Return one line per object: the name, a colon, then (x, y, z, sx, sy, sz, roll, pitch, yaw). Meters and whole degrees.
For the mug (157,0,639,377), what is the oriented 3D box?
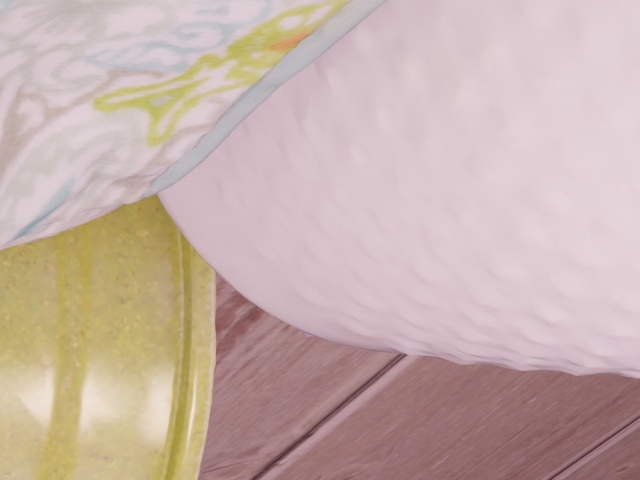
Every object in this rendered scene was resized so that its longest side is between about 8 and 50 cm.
mug: (0.139, -0.133, 0.657, 0.276, 0.374, 0.328, 27, 166, -32)

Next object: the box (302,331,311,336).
box: (0.119, 0.010, 1.349, 0.324, 0.063, 0.067, -6, 152, -38)

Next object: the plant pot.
plant pot: (-0.215, 0.032, 0.829, 0.254, 0.276, 0.276, 3, 149, -28)

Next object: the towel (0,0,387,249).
towel: (-0.075, -0.095, 0.424, 0.320, 0.090, 0.374, -11, 158, -48)
